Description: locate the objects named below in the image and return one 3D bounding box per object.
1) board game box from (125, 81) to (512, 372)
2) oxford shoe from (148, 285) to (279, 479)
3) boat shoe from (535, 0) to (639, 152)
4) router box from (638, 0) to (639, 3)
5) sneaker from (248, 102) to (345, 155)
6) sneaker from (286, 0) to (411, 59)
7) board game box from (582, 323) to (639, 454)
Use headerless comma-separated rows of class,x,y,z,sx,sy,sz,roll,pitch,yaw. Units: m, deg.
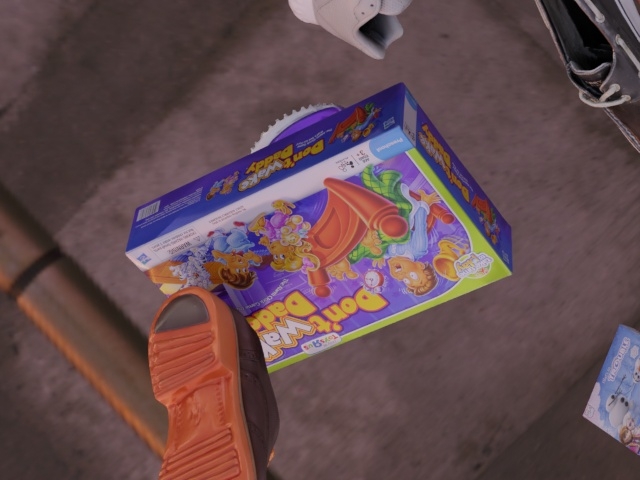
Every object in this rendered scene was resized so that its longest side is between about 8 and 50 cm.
board game box,0.000,0.000,1.665,0.347,0.078,0.233,-24,126,25
oxford shoe,-0.087,0.226,1.581,0.130,0.133,0.363,-22,58,30
boat shoe,0.233,-0.143,1.257,0.078,0.070,0.219,-11,117,52
router box,0.476,-0.292,1.521,0.336,0.082,0.301,-26,88,10
sneaker,-0.053,-0.045,1.987,0.293,0.102,0.146,-40,66,12
sneaker,0.035,-0.265,1.373,0.121,0.262,0.099,39,72,22
board game box,0.272,0.129,1.331,0.020,0.090,0.090,17,98,-25
